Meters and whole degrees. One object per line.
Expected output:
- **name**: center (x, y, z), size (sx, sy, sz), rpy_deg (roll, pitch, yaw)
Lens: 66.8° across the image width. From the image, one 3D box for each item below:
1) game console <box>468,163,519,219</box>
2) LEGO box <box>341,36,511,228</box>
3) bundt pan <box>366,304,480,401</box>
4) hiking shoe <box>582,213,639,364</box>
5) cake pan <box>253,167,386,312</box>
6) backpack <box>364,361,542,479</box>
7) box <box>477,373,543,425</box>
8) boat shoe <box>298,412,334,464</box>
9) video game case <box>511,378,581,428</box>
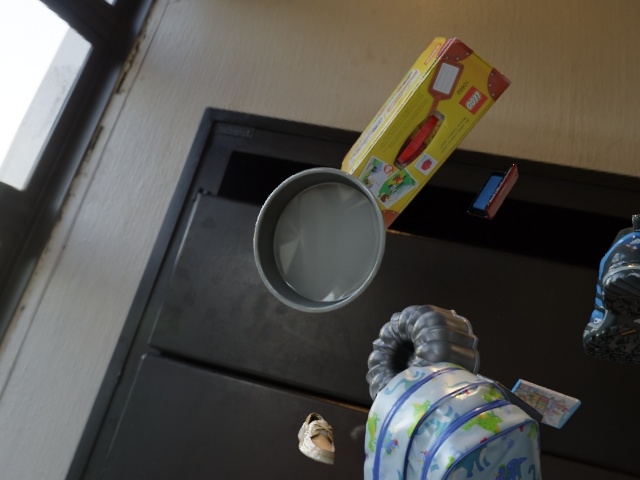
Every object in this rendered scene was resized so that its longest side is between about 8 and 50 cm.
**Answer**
- **game console**: center (0.458, -0.137, 1.306), size (0.085, 0.144, 0.124), rpy_deg (32, -1, 31)
- **LEGO box**: center (0.275, -0.335, 1.445), size (0.193, 0.500, 0.372), rpy_deg (35, 23, -9)
- **bundt pan**: center (0.234, 0.308, 1.226), size (0.124, 0.331, 0.331), rpy_deg (27, -21, -23)
- **hiking shoe**: center (0.514, 0.103, 0.806), size (0.113, 0.132, 0.304), rpy_deg (11, -33, 25)
- **cake pan**: center (0.000, 0.000, 0.992), size (0.293, 0.293, 0.054), rpy_deg (6, -4, 26)
- **backpack**: center (0.203, 0.367, 0.745), size (0.290, 0.356, 0.273), rpy_deg (-9, -2, -18)
- **box**: center (0.429, 0.423, 1.241), size (0.153, 0.108, 0.207), rpy_deg (36, -9, -5)
- **boat shoe**: center (-0.005, 0.366, 0.913), size (0.063, 0.059, 0.170), rpy_deg (23, -8, -11)
- **video game case**: center (0.608, 0.454, 1.343), size (0.166, 0.015, 0.119), rpy_deg (19, -55, 6)
